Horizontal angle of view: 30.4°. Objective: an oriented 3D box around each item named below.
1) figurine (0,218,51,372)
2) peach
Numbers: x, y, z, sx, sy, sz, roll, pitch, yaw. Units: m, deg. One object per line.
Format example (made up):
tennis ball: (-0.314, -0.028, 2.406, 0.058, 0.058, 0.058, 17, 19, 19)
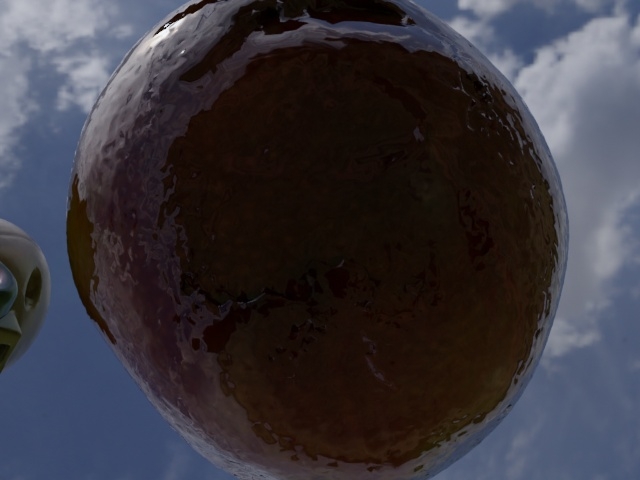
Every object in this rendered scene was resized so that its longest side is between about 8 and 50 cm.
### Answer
figurine: (-0.314, 0.004, 0.721, 0.324, 0.222, 0.124, 19, -67, -38)
peach: (0.000, 0.000, 0.513, 0.231, 0.231, 0.231, -8, -79, -45)
